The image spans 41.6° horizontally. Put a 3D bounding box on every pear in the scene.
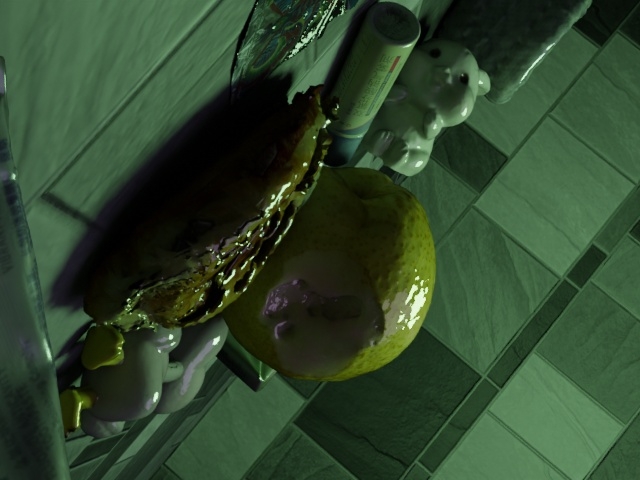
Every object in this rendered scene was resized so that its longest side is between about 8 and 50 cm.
[{"bbox_3d":[0.010,0.035,1.006,0.271,0.271,0.271,-49,174,-6],"label":"pear"}]

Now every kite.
[{"bbox_3d":[0.029,-0.220,0.678,0.285,0.015,0.152,-47,174,-30],"label":"kite"}]

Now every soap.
[{"bbox_3d":[-0.101,0.159,1.532,0.182,0.138,0.199,-47,174,-17],"label":"soap"}]

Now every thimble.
[{"bbox_3d":[0.299,-0.341,1.312,0.245,0.157,0.217,-45,175,-34],"label":"thimble"}]

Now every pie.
[{"bbox_3d":[-0.083,-0.018,0.775,0.308,0.085,0.308,-50,175,-6],"label":"pie"}]

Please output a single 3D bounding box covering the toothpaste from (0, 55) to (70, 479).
[{"bbox_3d":[-0.147,0.066,0.348,0.099,0.068,0.283,-103,-169,-68],"label":"toothpaste"}]

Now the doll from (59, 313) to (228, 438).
[{"bbox_3d":[-0.189,0.143,0.964,0.160,0.094,0.365,-58,175,4],"label":"doll"}]

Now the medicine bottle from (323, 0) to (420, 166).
[{"bbox_3d":[0.043,-0.165,0.932,0.059,0.059,0.231,-47,173,-30],"label":"medicine bottle"}]

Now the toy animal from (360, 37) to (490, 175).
[{"bbox_3d":[0.144,-0.193,1.199,0.193,0.127,0.178,-52,176,11],"label":"toy animal"}]
